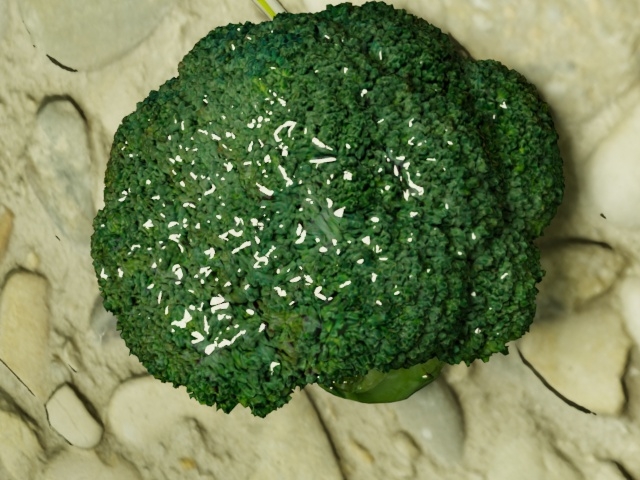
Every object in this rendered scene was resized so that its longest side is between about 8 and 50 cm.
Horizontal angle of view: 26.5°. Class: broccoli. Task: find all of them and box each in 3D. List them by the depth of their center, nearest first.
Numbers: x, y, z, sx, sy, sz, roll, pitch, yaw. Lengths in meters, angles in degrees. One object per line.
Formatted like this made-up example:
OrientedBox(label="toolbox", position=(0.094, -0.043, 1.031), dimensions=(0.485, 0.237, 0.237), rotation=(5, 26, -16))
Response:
OrientedBox(label="broccoli", position=(0.000, 0.000, 0.851), dimensions=(0.297, 0.297, 0.297), rotation=(26, 147, 27))

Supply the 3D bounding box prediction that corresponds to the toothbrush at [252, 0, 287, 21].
OrientedBox(label="toothbrush", position=(-0.066, -0.194, 0.951), dimensions=(0.263, 0.026, 0.022), rotation=(50, 124, 9))
